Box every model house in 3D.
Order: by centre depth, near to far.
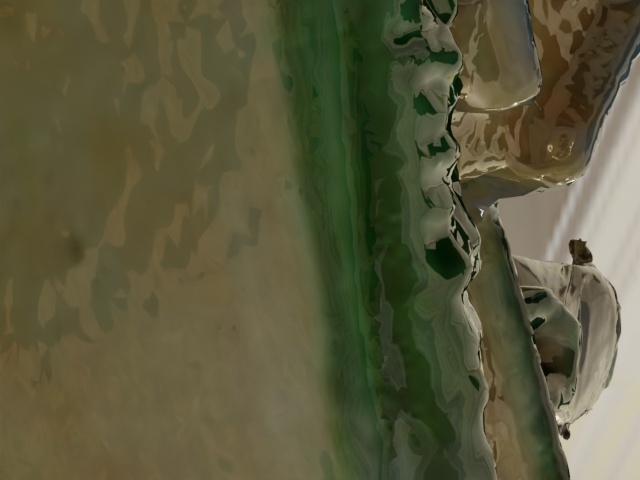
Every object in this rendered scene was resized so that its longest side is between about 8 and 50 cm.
[{"bbox_3d":[0.000,0.000,0.769,0.343,0.335,0.382,-14,94,-52],"label":"model house"}]

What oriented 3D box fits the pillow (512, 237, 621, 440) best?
[{"bbox_3d":[0.179,0.085,1.352,0.255,0.059,0.169,-1,100,-64],"label":"pillow"}]
